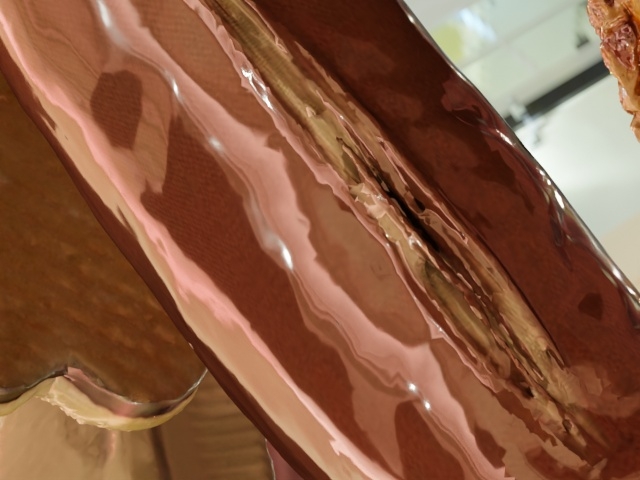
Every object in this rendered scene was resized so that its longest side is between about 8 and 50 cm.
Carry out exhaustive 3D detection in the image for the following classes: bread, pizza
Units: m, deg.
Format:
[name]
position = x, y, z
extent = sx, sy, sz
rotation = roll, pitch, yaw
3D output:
[bread]
position = -0.151, -0.010, 0.838
extent = 0.286, 0.207, 0.056
rotation = 32, 140, -19
[pizza]
position = 0.229, -0.145, 1.325
extent = 0.154, 0.069, 0.194
rotation = 50, -147, -75

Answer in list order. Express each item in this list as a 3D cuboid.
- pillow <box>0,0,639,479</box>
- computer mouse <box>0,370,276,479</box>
[pillow]
position = 0.000, 0.000, 0.595
extent = 0.308, 0.108, 0.305
rotation = 51, 173, 11
[computer mouse]
position = -0.113, 0.228, 1.027
extent = 0.228, 0.145, 0.429
rotation = -35, 63, 33
